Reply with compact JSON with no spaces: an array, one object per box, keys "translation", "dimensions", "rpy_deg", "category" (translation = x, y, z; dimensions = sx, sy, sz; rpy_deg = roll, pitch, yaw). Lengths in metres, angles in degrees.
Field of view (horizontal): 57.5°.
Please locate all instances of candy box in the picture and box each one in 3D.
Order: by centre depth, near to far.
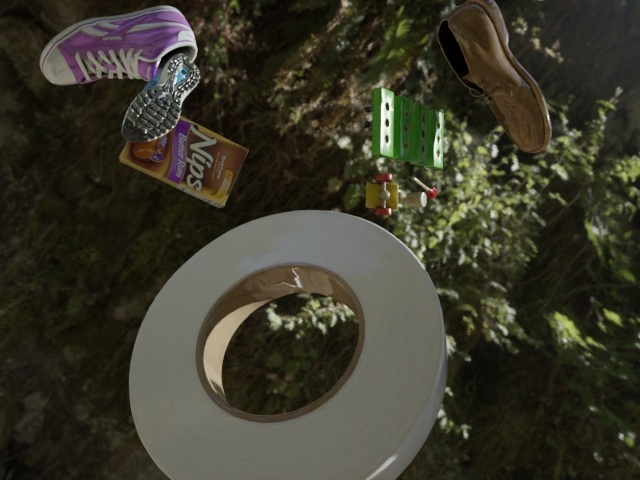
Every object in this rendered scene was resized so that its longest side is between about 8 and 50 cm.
[{"translation":[-0.228,-0.143,0.984],"dimensions":[0.186,0.109,0.053],"rpy_deg":[25,-10,-17],"category":"candy box"}]

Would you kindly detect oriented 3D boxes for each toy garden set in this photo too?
[{"translation":[0.146,-0.144,1.037],"dimensions":[0.049,0.204,0.244],"rpy_deg":[1,0,35],"category":"toy garden set"}]

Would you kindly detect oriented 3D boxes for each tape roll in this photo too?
[{"translation":[-0.042,0.132,0.709],"dimensions":[0.392,0.392,0.072],"rpy_deg":[41,-18,36],"category":"tape roll"}]

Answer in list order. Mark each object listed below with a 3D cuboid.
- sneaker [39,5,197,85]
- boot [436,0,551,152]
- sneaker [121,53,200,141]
[{"translation":[-0.362,-0.329,1.053],"dimensions":[0.102,0.282,0.161],"rpy_deg":[75,-12,-55],"category":"sneaker"},{"translation":[0.309,-0.280,1.058],"dimensions":[0.305,0.115,0.112],"rpy_deg":[59,-26,-8],"category":"boot"},{"translation":[-0.235,-0.197,0.845],"dimensions":[0.073,0.162,0.063],"rpy_deg":[-15,-52,46],"category":"sneaker"}]
